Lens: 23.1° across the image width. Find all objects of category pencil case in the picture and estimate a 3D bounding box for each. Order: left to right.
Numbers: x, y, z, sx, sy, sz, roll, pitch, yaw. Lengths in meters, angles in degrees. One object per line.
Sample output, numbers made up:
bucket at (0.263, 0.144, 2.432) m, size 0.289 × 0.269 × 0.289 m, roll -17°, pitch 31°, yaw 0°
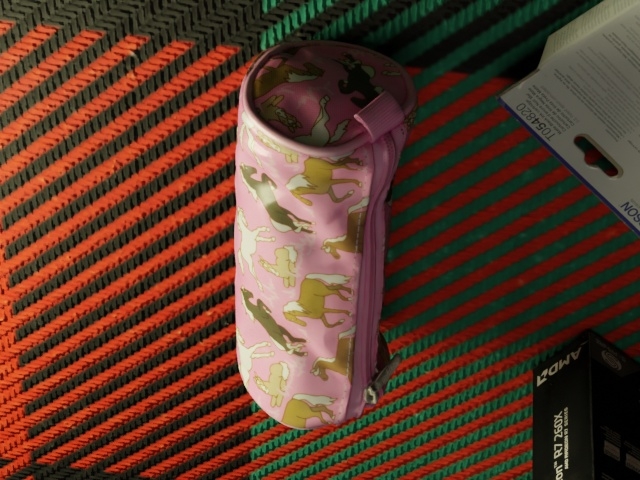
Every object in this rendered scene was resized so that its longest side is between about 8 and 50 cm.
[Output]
pencil case at (0.000, 0.000, 1.457) m, size 0.167 × 0.160 × 0.386 m, roll 6°, pitch 132°, yaw 5°

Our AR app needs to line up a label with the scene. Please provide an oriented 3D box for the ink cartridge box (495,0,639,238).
ink cartridge box at (0.306, -0.124, 1.366) m, size 0.224 × 0.045 × 0.223 m, roll -32°, pitch 120°, yaw 33°

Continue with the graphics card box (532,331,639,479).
graphics card box at (0.315, 0.290, 1.525) m, size 0.232 × 0.371 × 0.094 m, roll 33°, pitch 129°, yaw -21°
